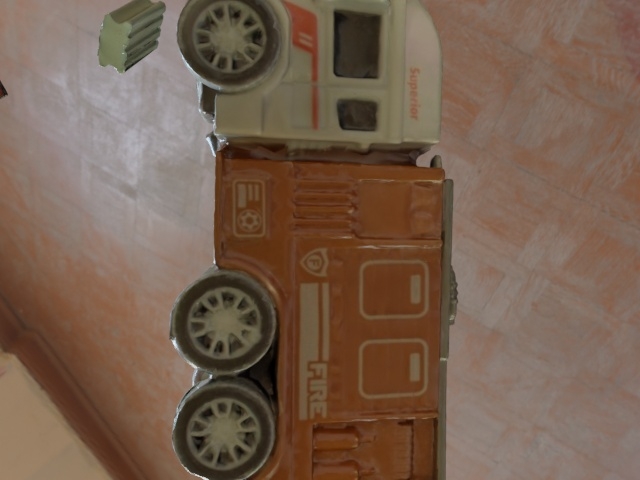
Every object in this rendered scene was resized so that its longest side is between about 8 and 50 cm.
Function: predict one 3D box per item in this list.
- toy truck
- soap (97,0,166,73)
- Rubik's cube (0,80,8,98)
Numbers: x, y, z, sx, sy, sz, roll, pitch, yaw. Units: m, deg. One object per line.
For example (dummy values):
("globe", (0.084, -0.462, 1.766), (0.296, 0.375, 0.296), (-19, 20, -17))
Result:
("toy truck", (0.000, 0.000, 0.500), (0.207, 0.173, 0.387), (1, 92, -5))
("soap", (-0.396, -0.439, 1.375), (0.063, 0.198, 0.114), (20, 122, -3))
("Rubik's cube", (-0.440, -0.198, 0.766), (0.092, 0.092, 0.092), (26, 143, 53))
